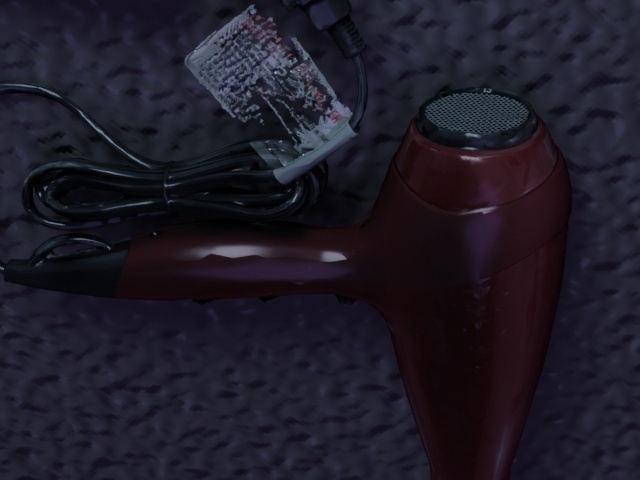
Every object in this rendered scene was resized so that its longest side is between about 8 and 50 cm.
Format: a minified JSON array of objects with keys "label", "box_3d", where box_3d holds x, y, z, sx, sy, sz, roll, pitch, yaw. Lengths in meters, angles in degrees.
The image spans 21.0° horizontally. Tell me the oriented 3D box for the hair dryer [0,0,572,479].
[{"label":"hair dryer","box_3d":[0.000,0.000,0.750,0.223,0.080,0.293,-34,108,28]}]
